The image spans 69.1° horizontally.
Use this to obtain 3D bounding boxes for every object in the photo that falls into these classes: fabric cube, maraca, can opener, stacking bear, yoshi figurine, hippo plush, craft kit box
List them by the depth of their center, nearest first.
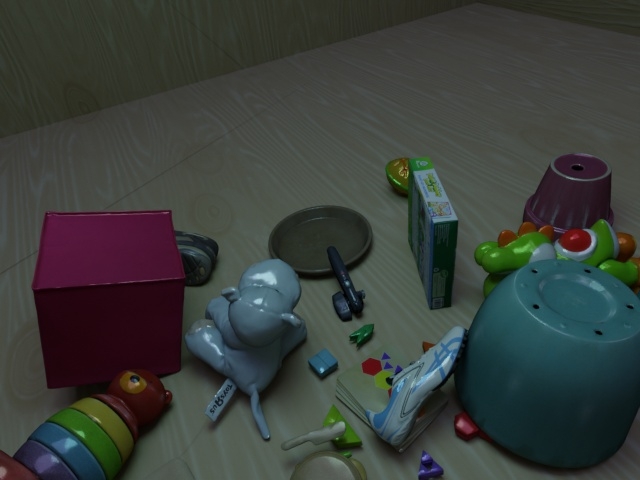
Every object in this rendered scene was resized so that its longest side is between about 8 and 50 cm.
[{"bbox_3d":[-0.394,0.338,0.810,0.175,0.164,0.289,24,37,18],"label":"stacking bear"},{"bbox_3d":[-0.148,0.156,0.885,0.234,0.236,0.294,17,42,7],"label":"hippo plush"},{"bbox_3d":[-0.427,0.108,0.964,0.254,0.258,0.259,-3,35,-22],"label":"fabric cube"},{"bbox_3d":[0.495,0.078,0.984,0.362,0.203,0.202,2,74,-6],"label":"yoshi figurine"},{"bbox_3d":[0.246,-0.019,1.049,0.061,0.249,0.246,-9,40,0],"label":"craft kit box"},{"bbox_3d":[0.052,0.091,1.071,0.073,0.059,0.186,-12,60,-10],"label":"can opener"},{"bbox_3d":[0.276,-0.178,1.365,0.186,0.099,0.127,28,48,3],"label":"maraca"}]

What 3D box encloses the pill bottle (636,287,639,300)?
[{"bbox_3d":[0.615,0.126,0.786,0.146,0.264,0.146,-6,39,5],"label":"pill bottle"}]

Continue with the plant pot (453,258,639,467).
[{"bbox_3d":[0.388,0.175,0.770,0.293,0.235,0.293,-1,37,1],"label":"plant pot"}]

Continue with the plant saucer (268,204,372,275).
[{"bbox_3d":[0.000,0.000,1.239,0.278,0.041,0.277,-5,40,4],"label":"plant saucer"}]

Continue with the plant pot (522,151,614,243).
[{"bbox_3d":[0.616,-0.106,1.138,0.201,0.180,0.201,-5,40,4],"label":"plant pot"}]

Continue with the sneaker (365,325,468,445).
[{"bbox_3d":[0.169,0.234,0.796,0.086,0.085,0.237,37,77,23],"label":"sneaker"}]

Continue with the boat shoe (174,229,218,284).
[{"bbox_3d":[-0.435,0.027,1.241,0.356,0.132,0.130,12,33,12],"label":"boat shoe"}]

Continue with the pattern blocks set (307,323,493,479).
[{"bbox_3d":[0.134,0.287,0.869,0.286,0.026,0.325,-22,41,-16],"label":"pattern blocks set"}]

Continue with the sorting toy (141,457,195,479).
[{"bbox_3d":[-0.271,0.472,0.719,0.208,0.038,0.193,-26,42,-27],"label":"sorting toy"}]

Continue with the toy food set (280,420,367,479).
[{"bbox_3d":[0.013,0.404,0.744,0.133,0.038,0.192,-18,54,0],"label":"toy food set"}]
